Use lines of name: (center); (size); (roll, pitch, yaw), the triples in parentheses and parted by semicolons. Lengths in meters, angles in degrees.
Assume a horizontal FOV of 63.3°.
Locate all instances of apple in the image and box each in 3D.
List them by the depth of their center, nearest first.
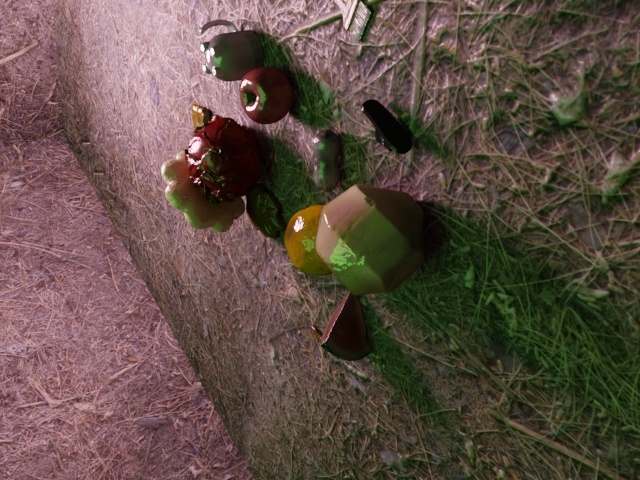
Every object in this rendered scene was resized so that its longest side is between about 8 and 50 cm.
apple: (-0.143, -0.394, 1.413); (0.153, 0.120, 0.153); (23, 122, 42)

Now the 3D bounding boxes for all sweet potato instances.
sweet potato: (-0.001, 0.317, 1.705); (0.115, 0.026, 0.026); (50, 143, 29)

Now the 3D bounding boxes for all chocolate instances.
chocolate: (0.016, -0.203, 1.342); (0.072, 0.072, 0.167); (29, 128, 43)

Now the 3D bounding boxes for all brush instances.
brush: (0.040, -0.546, 1.167); (0.218, 0.010, 0.082); (56, 145, 20)

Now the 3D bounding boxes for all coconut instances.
coconut: (0.122, -0.009, 1.165); (0.259, 0.259, 0.259); (31, 132, 42)

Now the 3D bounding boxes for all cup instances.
cup: (-0.260, -0.540, 1.472); (0.134, 0.142, 0.173); (16, 121, 51)

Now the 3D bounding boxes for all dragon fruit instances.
dragon fruit: (-0.303, -0.259, 1.609); (0.244, 0.244, 0.298); (-49, 51, 53)

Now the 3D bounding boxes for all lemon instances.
lemon: (0.000, 0.000, 1.374); (0.257, 0.188, 0.188); (-17, 94, 61)

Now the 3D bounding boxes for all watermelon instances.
watermelon: (0.046, 0.244, 1.487); (0.136, 0.207, 0.202); (-9, 85, 29)

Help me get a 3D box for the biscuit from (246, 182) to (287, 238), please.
biscuit: (-0.184, -0.090, 1.718); (0.215, 0.034, 0.182); (39, 137, 36)

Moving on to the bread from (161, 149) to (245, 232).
bread: (-0.375, -0.169, 1.710); (0.054, 0.316, 0.316); (-36, 78, 38)

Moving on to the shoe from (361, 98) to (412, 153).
shoe: (0.144, -0.245, 1.152); (0.159, 0.062, 0.053); (55, 157, 18)

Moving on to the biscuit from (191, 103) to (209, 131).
biscuit: (-0.402, -0.386, 1.853); (0.174, 0.039, 0.183); (28, 131, 46)
